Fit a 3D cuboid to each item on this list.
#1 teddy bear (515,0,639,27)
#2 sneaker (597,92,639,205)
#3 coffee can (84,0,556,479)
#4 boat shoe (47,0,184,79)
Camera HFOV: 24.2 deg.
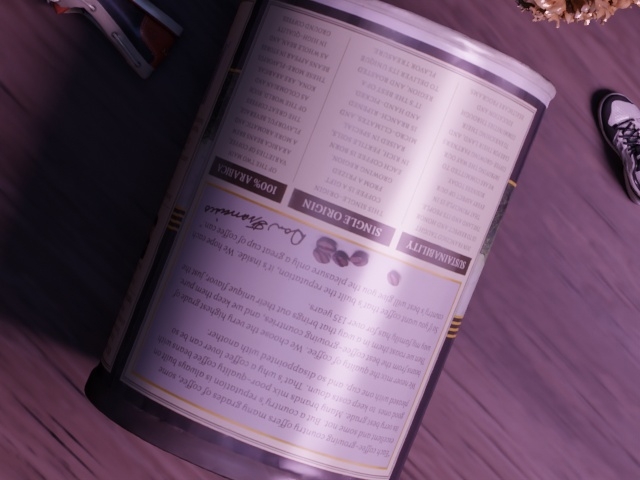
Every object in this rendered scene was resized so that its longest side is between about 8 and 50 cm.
[{"bbox_3d":[0.177,-0.234,0.861,0.338,0.113,0.245,0,87,-30],"label":"teddy bear"},{"bbox_3d":[0.215,-0.062,1.007,0.032,0.037,0.083,-25,95,-1],"label":"sneaker"},{"bbox_3d":[0.000,0.000,0.907,0.201,0.201,0.275,22,92,-7],"label":"coffee can"},{"bbox_3d":[-0.153,-0.160,0.958,0.137,0.049,0.043,37,93,-12],"label":"boat shoe"}]
